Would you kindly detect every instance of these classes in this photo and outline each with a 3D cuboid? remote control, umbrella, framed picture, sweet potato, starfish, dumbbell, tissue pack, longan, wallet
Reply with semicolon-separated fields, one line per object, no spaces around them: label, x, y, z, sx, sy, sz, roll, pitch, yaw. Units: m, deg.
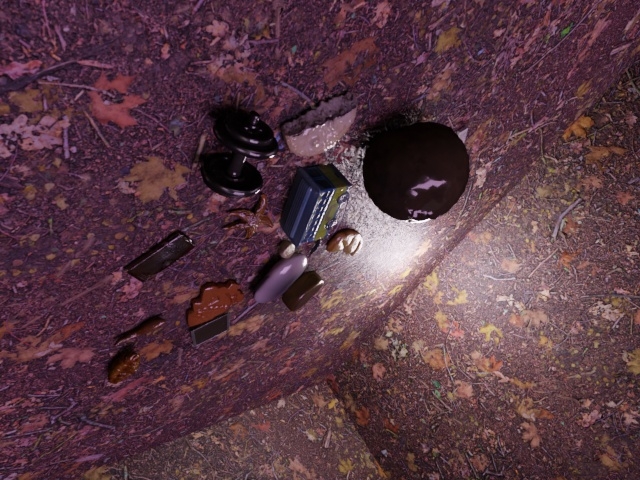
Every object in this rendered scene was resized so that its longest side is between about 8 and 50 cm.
remote control;-0.190;0.180;2.044;0.332;0.103;0.221;-49;157;21
umbrella;0.002;-0.004;2.073;0.269;0.044;0.044;-56;-175;44
framed picture;-0.533;0.435;2.103;0.197;0.014;0.252;-24;157;-24
sweet potato;-0.738;0.371;1.764;0.214;0.050;0.050;-26;151;-13
starfish;-0.260;-0.080;1.637;0.227;0.043;0.240;-10;139;-43
dumbbell;-0.235;-0.243;1.251;0.192;0.192;0.290;-10;142;-42
tissue pack;0.681;-0.504;2.099;0.056;0.023;0.108;-31;152;-13
longan;0.386;-0.265;1.740;0.436;0.404;0.404;-25;150;-29
wallet;-0.556;0.060;1.515;0.232;0.031;0.122;-36;151;-3

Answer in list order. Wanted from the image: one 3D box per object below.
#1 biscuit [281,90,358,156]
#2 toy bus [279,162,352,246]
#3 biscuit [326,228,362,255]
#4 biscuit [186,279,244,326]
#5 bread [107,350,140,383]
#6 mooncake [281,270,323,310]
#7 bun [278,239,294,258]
biscuit;0.010;-0.372;1.455;0.281;0.084;0.179;-33;152;-10
toy bus;-0.025;-0.137;1.703;0.190;0.152;0.312;-16;146;-36
biscuit;0.144;0.011;2.243;0.154;0.045;0.299;-49;151;18
biscuit;-0.484;0.290;1.937;0.306;0.043;0.284;-43;153;11
bread;-0.841;0.534;1.863;0.105;0.076;0.233;19;127;-44
mooncake;-0.103;0.257;2.228;0.235;0.117;0.235;-38;165;-12
bun;-0.155;0.037;1.919;0.086;0.055;0.086;-41;145;-38
